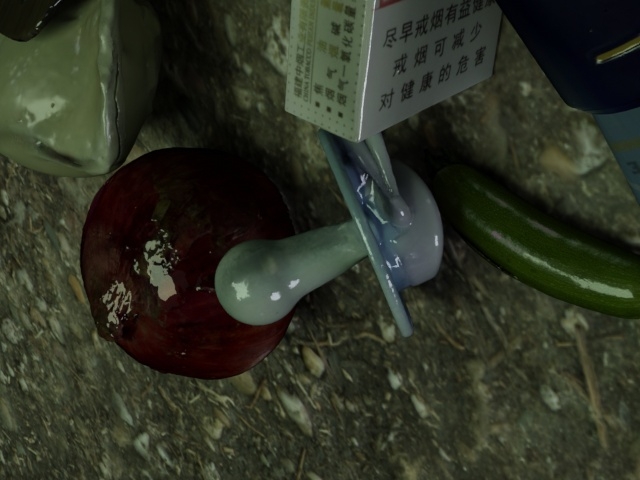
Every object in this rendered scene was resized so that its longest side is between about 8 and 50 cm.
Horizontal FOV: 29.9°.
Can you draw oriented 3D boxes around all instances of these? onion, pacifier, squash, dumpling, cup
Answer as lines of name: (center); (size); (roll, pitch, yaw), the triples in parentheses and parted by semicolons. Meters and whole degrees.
onion: (-0.154, 0.029, 1.375); (0.276, 0.276, 0.276); (23, 126, 35)
pacifier: (0.000, 0.000, 1.182); (0.244, 0.233, 0.299); (63, -178, 5)
squash: (0.210, 0.006, 1.133); (0.318, 0.071, 0.080); (32, 151, 33)
dumpling: (-0.289, -0.229, 1.377); (0.395, 0.233, 0.315); (-130, 46, -62)
cup: (0.208, -0.245, 0.795); (0.255, 0.178, 0.256); (-27, 111, 34)

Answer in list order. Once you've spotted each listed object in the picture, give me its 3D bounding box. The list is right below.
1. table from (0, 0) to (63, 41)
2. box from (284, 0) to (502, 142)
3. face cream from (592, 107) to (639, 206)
table: (-0.386, -0.406, 1.280); (0.249, 0.317, 0.317); (31, 154, -35)
box: (0.078, -0.272, 1.009); (0.095, 0.210, 0.330); (29, 130, 30)
face cream: (0.251, -0.154, 0.986); (0.135, 0.086, 0.385); (-19, 109, 47)
